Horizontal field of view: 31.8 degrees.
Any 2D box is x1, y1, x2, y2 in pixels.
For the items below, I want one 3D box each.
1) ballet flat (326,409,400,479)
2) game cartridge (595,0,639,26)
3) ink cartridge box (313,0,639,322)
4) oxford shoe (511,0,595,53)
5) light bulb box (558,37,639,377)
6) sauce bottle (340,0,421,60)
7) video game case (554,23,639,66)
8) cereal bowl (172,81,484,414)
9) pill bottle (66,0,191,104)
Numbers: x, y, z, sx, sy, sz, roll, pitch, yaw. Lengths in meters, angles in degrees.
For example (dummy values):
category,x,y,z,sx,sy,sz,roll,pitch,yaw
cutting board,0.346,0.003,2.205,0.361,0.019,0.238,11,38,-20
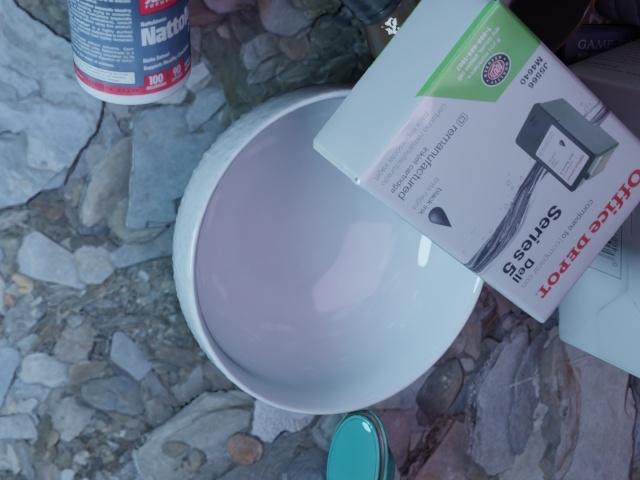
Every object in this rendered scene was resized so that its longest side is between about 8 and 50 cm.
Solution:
category,x,y,z,sx,sy,sz,roll,pitch,yaw
ballet flat,0.052,0.304,1.319,0.087,0.083,0.247,-11,112,-50
game cartridge,0.516,-0.334,1.265,0.355,0.230,0.068,-35,130,-14
ink cartridge box,0.163,-0.079,1.052,0.273,0.115,0.198,35,95,-32
oxford shoe,0.282,-0.274,1.259,0.212,0.076,0.076,-53,159,6
light bulb box,0.475,-0.061,1.290,0.361,0.225,0.358,-22,120,-29
sauce bottle,0.123,-0.184,1.119,0.344,0.111,0.111,35,88,-33
video game case,0.355,-0.124,1.366,0.196,0.026,0.274,-5,107,-26
cereal bowl,0.000,0.000,1.150,0.338,0.141,0.339,-8,108,-25
pill bottle,-0.169,-0.220,0.979,0.108,0.108,0.180,-18,137,-22
